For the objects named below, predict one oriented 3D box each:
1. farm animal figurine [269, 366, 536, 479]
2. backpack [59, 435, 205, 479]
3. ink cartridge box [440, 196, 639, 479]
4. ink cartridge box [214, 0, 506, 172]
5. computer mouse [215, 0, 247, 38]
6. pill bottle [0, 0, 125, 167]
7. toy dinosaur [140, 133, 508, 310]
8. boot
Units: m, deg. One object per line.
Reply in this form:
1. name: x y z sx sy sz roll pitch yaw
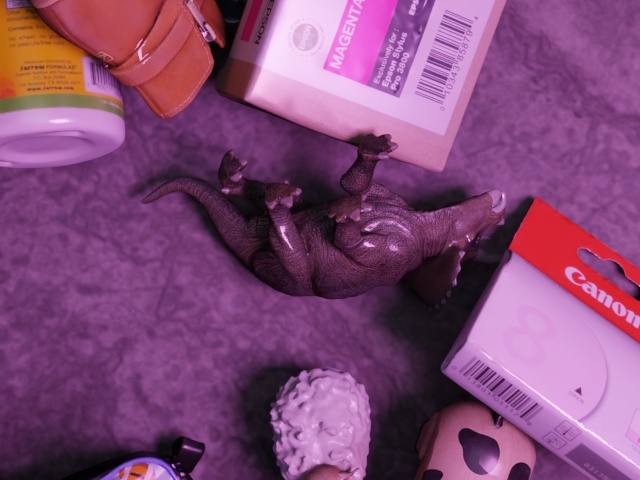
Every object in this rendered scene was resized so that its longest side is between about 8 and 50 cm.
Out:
1. farm animal figurine: 0.112 0.272 0.990 0.330 0.172 0.326 5 80 -1
2. backpack: -0.168 0.320 0.967 0.276 0.213 0.263 -24 94 -8
3. ink cartridge box: 0.221 0.071 1.022 0.189 0.066 0.232 36 53 0
4. ink cartridge box: 0.046 -0.197 1.053 0.193 0.088 0.234 17 96 -23
5. computer mouse: -0.021 -0.270 1.151 0.071 0.041 0.242 42 76 10
6. pill bottle: -0.245 -0.194 1.077 0.136 0.136 0.245 -7 81 -3
7. toy dinosaur: 0.000 0.000 1.054 0.313 0.160 0.121 -6 45 12
8. boot: -0.137 -0.259 1.032 0.220 0.109 0.283 47 45 -33
